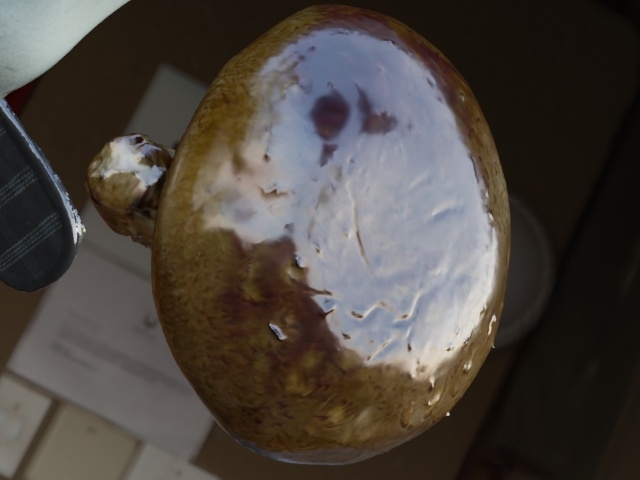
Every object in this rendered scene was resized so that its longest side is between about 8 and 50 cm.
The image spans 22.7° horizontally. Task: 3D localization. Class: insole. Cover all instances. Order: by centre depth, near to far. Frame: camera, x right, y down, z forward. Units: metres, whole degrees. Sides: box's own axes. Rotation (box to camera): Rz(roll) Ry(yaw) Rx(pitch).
[{"bbox_3d":[-0.223,-0.103,0.786,0.110,0.012,0.309,-34,-88,36],"label":"insole"}]

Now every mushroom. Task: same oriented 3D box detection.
[{"bbox_3d":[0.017,0.001,1.214,0.345,0.345,0.239,33,1,-30],"label":"mushroom"}]

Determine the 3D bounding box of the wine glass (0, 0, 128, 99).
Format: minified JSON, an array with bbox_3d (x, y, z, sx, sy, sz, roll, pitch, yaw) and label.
[{"bbox_3d":[-0.063,-0.107,0.515,0.155,0.072,0.072,-24,-36,20],"label":"wine glass"}]
